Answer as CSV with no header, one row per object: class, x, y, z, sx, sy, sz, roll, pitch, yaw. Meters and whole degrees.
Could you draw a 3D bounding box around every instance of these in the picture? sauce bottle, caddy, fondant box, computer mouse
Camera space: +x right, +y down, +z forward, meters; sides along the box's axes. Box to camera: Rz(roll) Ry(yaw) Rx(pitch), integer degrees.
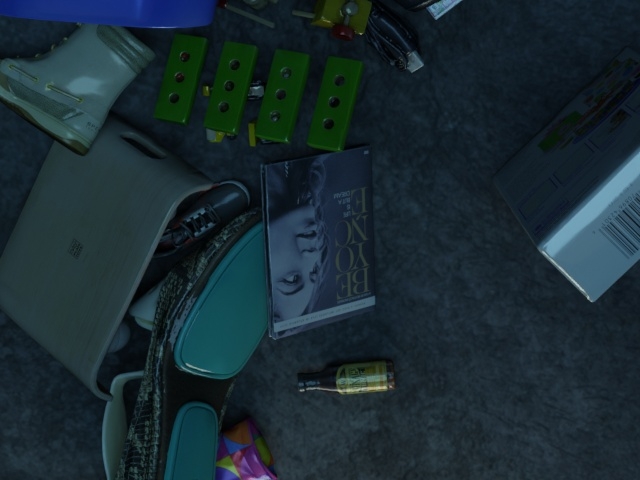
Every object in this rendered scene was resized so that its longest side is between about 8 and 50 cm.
sauce bottle,0.034,0.182,1.828,0.128,0.042,0.042,-7,105,0
caddy,-0.248,-0.353,1.575,0.342,0.241,0.179,4,110,-3
fondant box,0.334,-0.087,1.611,0.096,0.330,0.238,43,100,-13
computer mouse,0.143,-0.342,1.658,0.272,0.072,0.188,-37,102,9

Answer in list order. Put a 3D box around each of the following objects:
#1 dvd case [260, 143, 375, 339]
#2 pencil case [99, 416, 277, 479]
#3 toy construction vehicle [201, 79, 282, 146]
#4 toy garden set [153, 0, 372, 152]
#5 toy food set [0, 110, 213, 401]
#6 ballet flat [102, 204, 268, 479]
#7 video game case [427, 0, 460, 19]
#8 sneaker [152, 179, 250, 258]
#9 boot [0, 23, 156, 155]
dvd case,0.000,0.000,1.742,0.165,0.018,0.221,-13,109,-36
pencil case,-0.175,0.318,1.834,0.236,0.104,0.104,-24,104,5
toy construction vehicle,-0.096,-0.160,1.739,0.098,0.035,0.085,-5,115,1
toy garden set,-0.058,-0.219,1.675,0.244,0.049,0.203,12,84,20
toy food set,-0.269,0.013,1.715,0.220,0.092,0.306,35,105,34
ballet flat,-0.184,0.174,1.744,0.182,0.164,0.482,11,83,37
video game case,0.139,-0.343,1.702,0.087,0.011,0.122,-37,103,9
sneaker,-0.157,-0.017,1.757,0.158,0.065,0.061,-32,104,8
boot,-0.321,-0.222,1.689,0.213,0.077,0.165,35,85,15
